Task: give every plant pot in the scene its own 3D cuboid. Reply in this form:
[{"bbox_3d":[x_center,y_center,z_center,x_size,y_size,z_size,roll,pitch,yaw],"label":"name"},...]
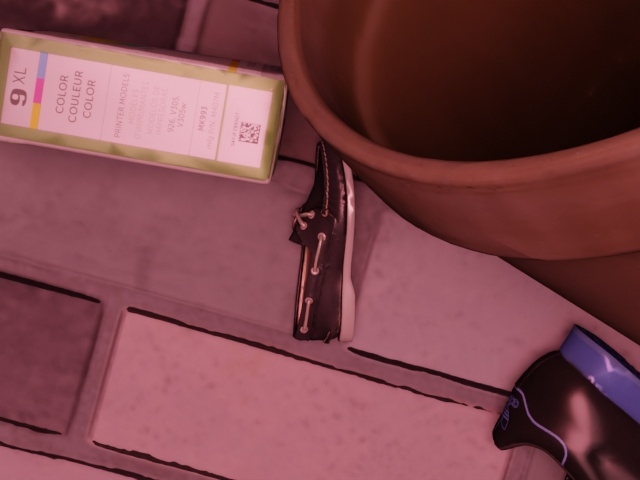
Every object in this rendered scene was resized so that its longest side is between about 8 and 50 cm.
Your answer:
[{"bbox_3d":[0.184,-0.077,0.696,0.323,0.323,0.280,-39,130,4],"label":"plant pot"}]

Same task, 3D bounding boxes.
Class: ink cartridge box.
[{"bbox_3d":[-0.123,-0.081,0.812,0.209,0.109,0.062,9,97,-2],"label":"ink cartridge box"}]

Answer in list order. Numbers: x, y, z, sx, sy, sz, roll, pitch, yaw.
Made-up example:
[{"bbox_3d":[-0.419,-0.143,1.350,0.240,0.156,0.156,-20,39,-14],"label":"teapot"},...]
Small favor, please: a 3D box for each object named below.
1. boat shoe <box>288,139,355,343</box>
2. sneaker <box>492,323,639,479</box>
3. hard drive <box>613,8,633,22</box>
[{"bbox_3d":[0.000,0.000,0.860,0.038,0.046,0.125,-2,106,-6],"label":"boat shoe"},{"bbox_3d":[0.208,0.155,0.872,0.232,0.081,0.090,42,98,1],"label":"sneaker"},{"bbox_3d":[0.104,-0.278,0.777,0.353,0.047,0.233,28,97,-19],"label":"hard drive"}]
